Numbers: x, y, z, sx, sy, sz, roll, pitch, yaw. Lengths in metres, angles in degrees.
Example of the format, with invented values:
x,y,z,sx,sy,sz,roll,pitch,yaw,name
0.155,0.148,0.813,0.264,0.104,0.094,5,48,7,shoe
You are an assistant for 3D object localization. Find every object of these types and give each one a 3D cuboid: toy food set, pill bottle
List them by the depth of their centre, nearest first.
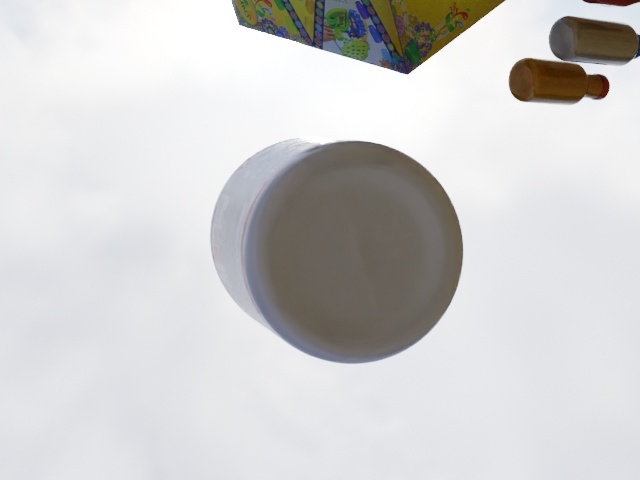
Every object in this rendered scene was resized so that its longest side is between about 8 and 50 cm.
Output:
x,y,z,sx,sy,sz,roll,pitch,yaw,name
0.238,-0.235,1.630,0.104,0.111,0.232,1,-88,-41,toy food set
0.000,0.000,1.874,0.210,0.210,0.363,55,173,-10,pill bottle

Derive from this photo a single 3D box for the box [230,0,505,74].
x,y,z,sx,sy,sz,roll,pitch,yaw,name
0.076,-0.356,2.077,0.290,0.279,0.177,-38,-50,-28,box
